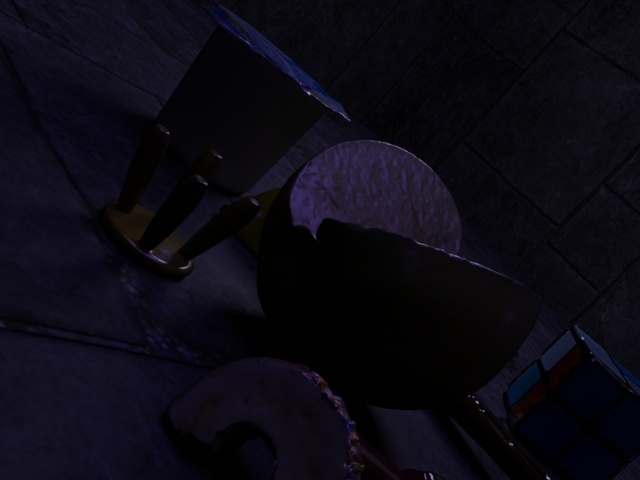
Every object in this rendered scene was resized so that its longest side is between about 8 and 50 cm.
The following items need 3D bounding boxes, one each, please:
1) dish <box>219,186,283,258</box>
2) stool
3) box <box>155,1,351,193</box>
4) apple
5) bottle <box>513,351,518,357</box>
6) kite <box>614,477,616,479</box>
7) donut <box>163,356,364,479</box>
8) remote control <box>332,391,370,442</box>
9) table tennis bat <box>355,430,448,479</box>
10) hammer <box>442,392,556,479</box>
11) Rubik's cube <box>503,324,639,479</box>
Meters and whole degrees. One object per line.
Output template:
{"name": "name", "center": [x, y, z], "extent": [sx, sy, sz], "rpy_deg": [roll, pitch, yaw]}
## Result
{"name": "dish", "center": [0.000, 0.000, 1.043], "extent": [0.262, 0.108, 0.221], "rpy_deg": [42, 13, 3]}
{"name": "stool", "center": [-0.145, -0.036, 0.749], "extent": [0.135, 0.110, 0.134], "rpy_deg": [40, 13, -12]}
{"name": "box", "center": [-0.128, -0.197, 1.100], "extent": [0.262, 0.206, 0.291], "rpy_deg": [45, 15, 19]}
{"name": "apple", "center": [0.063, 0.050, 0.797], "extent": [0.258, 0.233, 0.295], "rpy_deg": [9, 32, -39]}
{"name": "bottle", "center": [0.413, 0.228, 1.632], "extent": [0.030, 0.030, 0.083], "rpy_deg": [38, 15, -14]}
{"name": "kite", "center": [0.600, 0.537, 1.220], "extent": [0.368, 0.014, 0.406], "rpy_deg": [31, 17, -35]}
{"name": "donut", "center": [-0.027, 0.148, 0.528], "extent": [0.166, 0.108, 0.065], "rpy_deg": [44, -12, 35]}
{"name": "remote control", "center": [0.034, 0.188, 0.748], "extent": [0.039, 0.014, 0.096], "rpy_deg": [35, 16, -26]}
{"name": "table tennis bat", "center": [0.115, 0.273, 0.670], "extent": [0.310, 0.038, 0.200], "rpy_deg": [43, 12, -7]}
{"name": "hammer", "center": [0.242, 0.281, 0.902], "extent": [0.242, 0.095, 0.409], "rpy_deg": [38, 5, -45]}
{"name": "Rubik's cube", "center": [0.423, 0.271, 1.208], "extent": [0.167, 0.183, 0.180], "rpy_deg": [43, 12, 0]}
